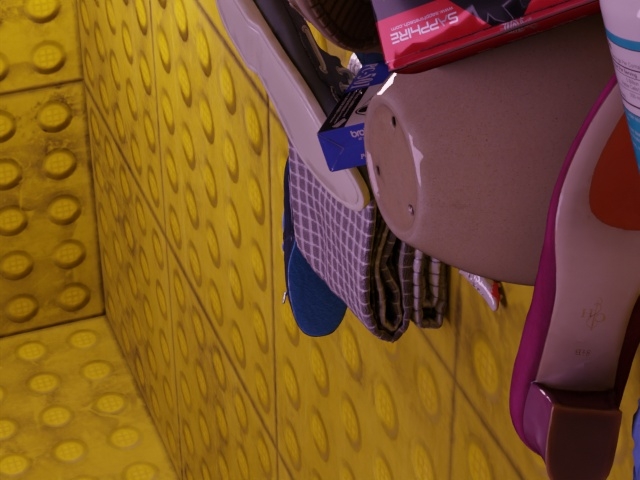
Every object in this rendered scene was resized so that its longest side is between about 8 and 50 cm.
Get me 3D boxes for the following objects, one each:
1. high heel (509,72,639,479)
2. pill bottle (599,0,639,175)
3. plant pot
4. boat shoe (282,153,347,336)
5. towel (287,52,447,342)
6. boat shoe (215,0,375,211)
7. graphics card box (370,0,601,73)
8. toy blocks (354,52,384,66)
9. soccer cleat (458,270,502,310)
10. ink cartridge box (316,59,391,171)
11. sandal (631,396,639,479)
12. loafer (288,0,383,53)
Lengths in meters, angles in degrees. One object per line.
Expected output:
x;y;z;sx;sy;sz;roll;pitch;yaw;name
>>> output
0.227;0.009;1.443;0.181;0.127;0.377;-96;21;-75;high heel
0.267;-0.114;1.134;0.146;0.146;0.264;44;155;62;pill bottle
0.149;-0.082;1.547;0.284;0.191;0.284;168;90;-73;plant pot
0.000;0.000;2.302;0.089;0.109;0.258;135;138;-79;boat shoe
0.050;-0.055;2.019;0.235;0.121;0.283;-132;34;-58;towel
-0.005;-0.177;1.865;0.319;0.099;0.116;59;161;23;boat shoe
0.124;-0.343;1.400;0.233;0.094;0.371;-17;86;31;graphics card box
0.017;-0.355;1.852;0.381;0.191;0.261;60;174;18;toy blocks
0.166;0.038;1.847;0.029;0.036;0.083;118;137;-65;soccer cleat
0.070;-0.135;1.755;0.207;0.097;0.046;-60;-45;-63;ink cartridge box
0.299;0.228;1.422;0.138;0.126;0.317;-116;29;-49;sandal
0.031;-0.221;1.553;0.092;0.268;0.102;31;96;30;loafer
